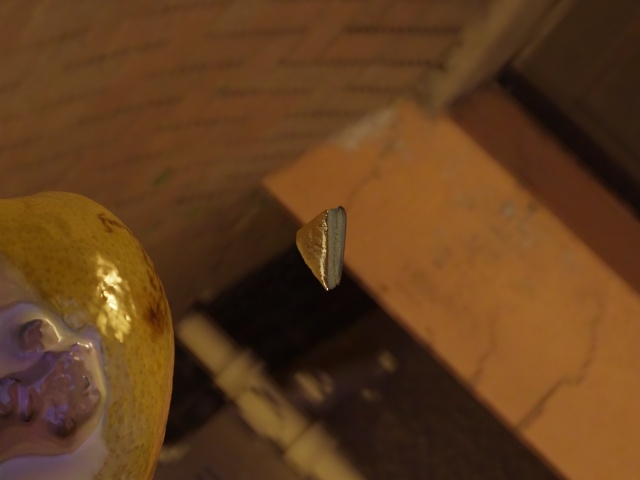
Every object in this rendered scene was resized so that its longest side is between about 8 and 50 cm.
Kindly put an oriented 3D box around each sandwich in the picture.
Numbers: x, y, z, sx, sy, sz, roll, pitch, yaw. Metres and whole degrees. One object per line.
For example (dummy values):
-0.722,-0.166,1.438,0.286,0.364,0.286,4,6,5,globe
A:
0.000,0.000,1.717,0.031,0.044,0.083,-22,129,-40,sandwich

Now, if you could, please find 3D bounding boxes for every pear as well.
-0.217,0.093,1.221,0.271,0.271,0.271,-44,169,-11,pear
